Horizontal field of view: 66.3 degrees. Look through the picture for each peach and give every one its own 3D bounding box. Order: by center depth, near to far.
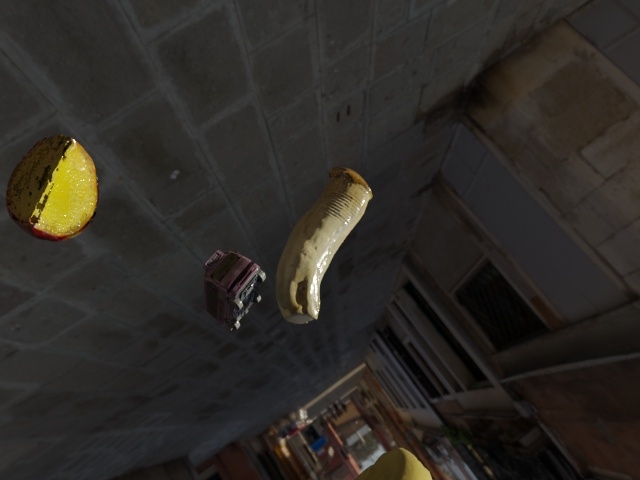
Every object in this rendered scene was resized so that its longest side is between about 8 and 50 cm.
[{"bbox_3d":[-0.429,-0.085,0.780,0.127,0.092,0.173,-18,120,-62],"label":"peach"}]

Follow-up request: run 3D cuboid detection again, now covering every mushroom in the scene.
[{"bbox_3d":[0.000,0.000,0.983,0.095,0.122,0.352,79,32,-61],"label":"mushroom"}]

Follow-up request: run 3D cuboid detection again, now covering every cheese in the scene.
[{"bbox_3d":[0.110,0.480,0.862,0.214,0.117,0.226,-52,172,14],"label":"cheese"}]

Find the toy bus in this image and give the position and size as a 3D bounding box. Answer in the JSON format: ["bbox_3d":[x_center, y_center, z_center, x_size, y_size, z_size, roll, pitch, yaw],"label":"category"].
[{"bbox_3d":[-0.171,0.095,0.924,0.087,0.098,0.178,-51,172,-31],"label":"toy bus"}]
